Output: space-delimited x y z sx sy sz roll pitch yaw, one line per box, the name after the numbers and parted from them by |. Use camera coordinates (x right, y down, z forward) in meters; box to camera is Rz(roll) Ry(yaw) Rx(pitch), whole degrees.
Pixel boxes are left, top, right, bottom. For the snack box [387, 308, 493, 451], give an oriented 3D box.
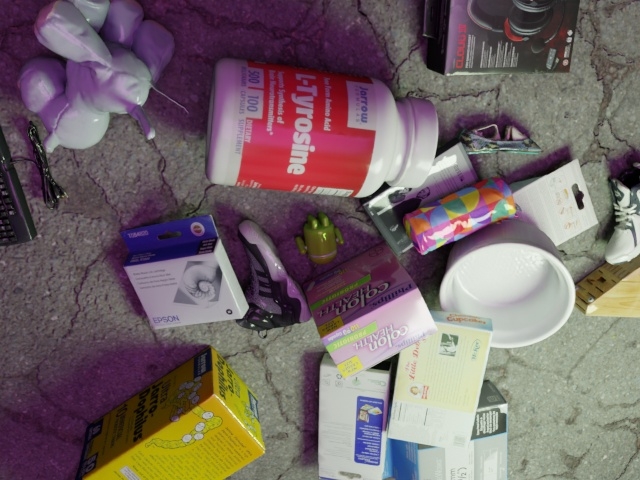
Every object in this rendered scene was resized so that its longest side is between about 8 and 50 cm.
0.261 0.311 1.448 0.187 0.060 0.322 9 112 7 | snack box

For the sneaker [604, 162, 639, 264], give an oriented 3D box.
0.693 -0.072 1.482 0.153 0.094 0.235 30 103 -20 | sneaker

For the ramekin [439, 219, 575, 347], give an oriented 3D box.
0.403 0.088 1.425 0.277 0.135 0.277 5 122 9 | ramekin

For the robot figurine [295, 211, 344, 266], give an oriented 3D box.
0.000 0.000 1.386 0.101 0.067 0.115 -15 115 -14 | robot figurine

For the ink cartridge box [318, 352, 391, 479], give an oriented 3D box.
0.079 0.433 1.555 0.165 0.065 0.333 6 112 10 | ink cartridge box

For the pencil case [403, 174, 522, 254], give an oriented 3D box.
0.294 -0.050 1.357 0.236 0.104 0.104 -21 115 -1 | pencil case

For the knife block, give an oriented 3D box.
0.780 0.143 1.590 0.275 0.088 0.242 -39 113 5 | knife block

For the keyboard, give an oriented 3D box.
-0.606 -0.141 1.226 0.201 0.033 0.317 -12 115 -7 | keyboard

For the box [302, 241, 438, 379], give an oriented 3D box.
0.095 0.139 1.367 0.213 0.243 0.117 -28 115 2 | box

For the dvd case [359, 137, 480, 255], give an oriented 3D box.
0.224 -0.088 1.387 0.238 0.030 0.179 -33 129 6 | dvd case

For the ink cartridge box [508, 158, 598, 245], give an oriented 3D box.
0.497 -0.064 1.473 0.224 0.056 0.181 -30 115 -4 | ink cartridge box

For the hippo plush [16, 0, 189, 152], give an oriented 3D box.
-0.390 -0.277 1.150 0.236 0.234 0.294 -34 102 37 | hippo plush

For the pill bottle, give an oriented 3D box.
-0.002 -0.201 1.214 0.407 0.229 0.229 4 111 -13 | pill bottle

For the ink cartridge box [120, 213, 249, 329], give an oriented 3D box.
-0.284 0.070 1.322 0.223 0.045 0.224 -10 114 21 | ink cartridge box

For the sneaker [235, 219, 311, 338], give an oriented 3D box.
-0.137 0.095 1.378 0.153 0.101 0.269 -29 114 2 | sneaker

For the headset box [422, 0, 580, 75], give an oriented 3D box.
0.336 -0.434 1.250 0.293 0.110 0.218 -3 113 -10 | headset box

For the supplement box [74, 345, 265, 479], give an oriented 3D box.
-0.327 0.438 1.431 0.356 0.194 0.195 -33 115 3 | supplement box

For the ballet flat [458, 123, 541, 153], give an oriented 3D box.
0.383 -0.214 1.378 0.188 0.070 0.070 -2 112 -12 | ballet flat

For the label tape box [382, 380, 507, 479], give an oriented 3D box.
0.288 0.513 1.631 0.347 0.115 0.249 -10 113 -9 | label tape box
